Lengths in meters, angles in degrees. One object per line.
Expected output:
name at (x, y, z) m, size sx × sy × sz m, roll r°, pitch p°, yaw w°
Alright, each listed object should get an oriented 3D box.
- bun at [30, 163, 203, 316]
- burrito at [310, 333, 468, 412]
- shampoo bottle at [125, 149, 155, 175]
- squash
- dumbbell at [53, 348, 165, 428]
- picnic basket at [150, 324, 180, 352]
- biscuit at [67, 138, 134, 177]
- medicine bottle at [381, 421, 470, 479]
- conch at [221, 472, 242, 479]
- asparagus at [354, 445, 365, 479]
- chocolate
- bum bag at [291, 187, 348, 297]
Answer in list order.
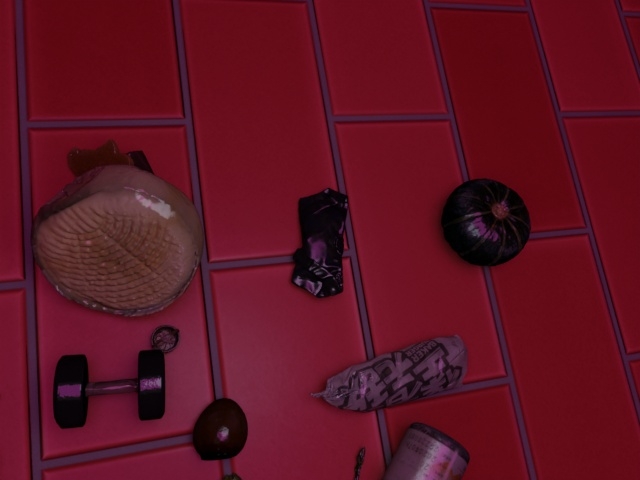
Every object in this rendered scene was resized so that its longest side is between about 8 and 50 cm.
bun at (-0.438, -0.016, 1.262) m, size 0.364 × 0.364 × 0.202 m, roll 14°, pitch 34°, yaw -12°
burrito at (0.183, 0.351, 1.426) m, size 0.445 × 0.101 × 0.139 m, roll -12°, pitch 90°, yaw -21°
shampoo bottle at (-0.422, -0.107, 1.399) m, size 0.067 × 0.068 × 0.236 m, roll -24°, pitch 81°, yaw -26°
squash at (0.463, -0.050, 1.584) m, size 0.252 × 0.165 × 0.252 m, roll 5°, pitch 70°, yaw -14°
dumbbell at (-0.450, 0.319, 1.223) m, size 0.218 × 0.152 × 0.153 m, roll 0°, pitch 75°, yaw -17°
picnic basket at (-0.360, 0.227, 1.311) m, size 0.072 × 0.083 × 0.072 m, roll 4°, pitch 75°, yaw -15°
biscuit at (-0.510, -0.151, 1.370) m, size 0.250 × 0.035 × 0.162 m, roll 33°, pitch 99°, yaw 12°
medicine bottle at (0.228, 0.590, 1.337) m, size 0.165 × 0.165 × 0.273 m, roll 34°, pitch 68°, yaw -5°
conch at (-0.193, 0.583, 1.264) m, size 0.089 × 0.074 × 0.121 m, roll 15°, pitch 43°, yaw -47°
asparagus at (0.086, 0.619, 1.364) m, size 0.023 × 0.022 × 0.233 m, roll 0°, pitch 72°, yaw 30°
chocolate at (-0.229, 0.429, 1.294) m, size 0.124 × 0.127 × 0.133 m, roll 15°, pitch 54°, yaw -43°
bum bag at (0.000, 0.000, 1.485) m, size 0.137 × 0.074 × 0.310 m, roll 5°, pitch 66°, yaw -1°
